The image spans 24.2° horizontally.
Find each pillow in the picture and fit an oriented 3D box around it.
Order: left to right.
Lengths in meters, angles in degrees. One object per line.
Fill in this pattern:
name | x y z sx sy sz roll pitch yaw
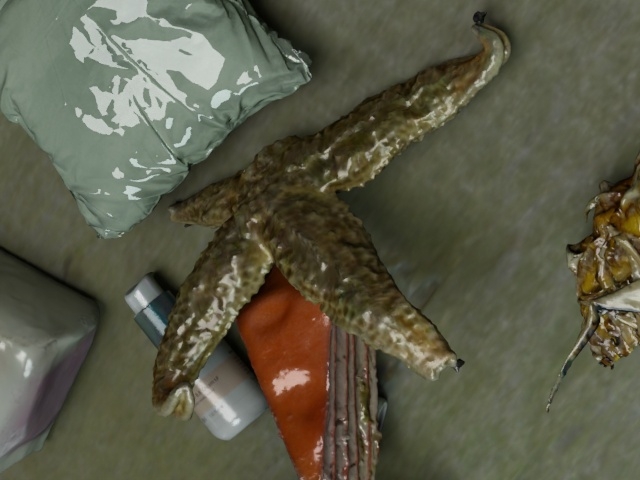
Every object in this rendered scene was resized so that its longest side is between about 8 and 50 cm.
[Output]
pillow | -0.192 -0.177 1.470 0.310 0.138 0.283 -42 88 24

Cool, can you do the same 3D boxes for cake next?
cake | -0.009 0.142 1.480 0.135 0.098 0.287 -11 78 21

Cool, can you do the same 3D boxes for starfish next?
starfish | 0.000 0.000 1.403 0.432 0.082 0.324 -20 56 27

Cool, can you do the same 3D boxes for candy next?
candy | -0.438 0.093 1.644 0.358 0.145 0.208 29 114 13

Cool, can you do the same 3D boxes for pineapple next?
pineapple | 0.312 -0.010 1.302 0.334 0.158 0.161 -35 90 27

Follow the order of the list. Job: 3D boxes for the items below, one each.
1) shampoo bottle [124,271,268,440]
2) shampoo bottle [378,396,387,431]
shampoo bottle | -0.135 0.119 1.568 0.074 0.074 0.192 -41 88 27
shampoo bottle | 0.013 0.181 1.543 0.099 0.043 0.072 19 104 17
